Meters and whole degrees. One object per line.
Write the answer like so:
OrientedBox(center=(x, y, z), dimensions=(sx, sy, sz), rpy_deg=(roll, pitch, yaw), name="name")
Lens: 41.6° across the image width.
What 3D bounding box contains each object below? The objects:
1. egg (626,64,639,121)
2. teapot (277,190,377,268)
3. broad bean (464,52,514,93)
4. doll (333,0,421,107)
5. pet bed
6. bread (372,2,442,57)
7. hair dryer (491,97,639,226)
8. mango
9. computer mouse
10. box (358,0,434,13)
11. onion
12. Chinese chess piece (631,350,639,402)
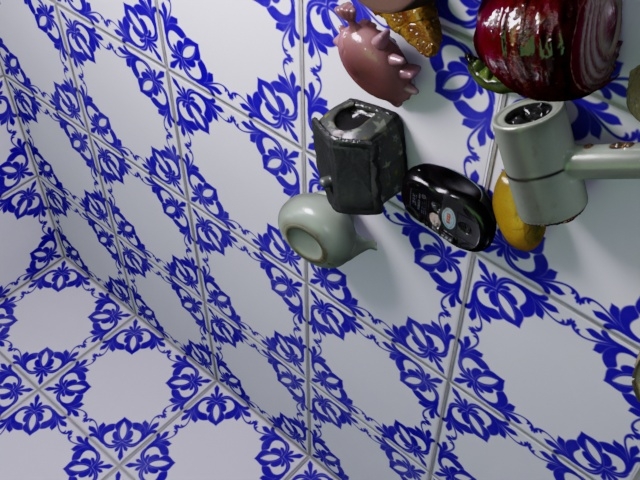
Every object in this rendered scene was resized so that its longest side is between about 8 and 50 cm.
OrientedBox(center=(0.516, -0.213, 1.235), dimensions=(0.140, 0.118, 0.116), rpy_deg=(29, 101, 46), name="egg")
OrientedBox(center=(-0.024, -0.028, 2.093), dimensions=(0.318, 0.149, 0.220), rpy_deg=(-3, 127, 53), name="teapot")
OrientedBox(center=(0.330, -0.279, 1.464), dimensions=(0.195, 0.046, 0.061), rpy_deg=(26, 144, 38), name="broad bean")
OrientedBox(center=(0.100, -0.350, 1.621), dimensions=(0.211, 0.093, 0.262), rpy_deg=(27, 160, 52), name="doll")
OrientedBox(center=(0.071, -0.175, 1.801), dimensions=(0.183, 0.159, 0.211), rpy_deg=(27, 143, 34), name="pet bed")
OrientedBox(center=(0.147, -0.431, 1.508), dimensions=(0.233, 0.076, 0.105), rpy_deg=(55, 144, -3), name="bread")
OrientedBox(center=(0.470, -0.133, 1.385), dimensions=(0.362, 0.128, 0.203), rpy_deg=(2, 124, 42), name="hair dryer")
OrientedBox(center=(0.377, -0.062, 1.607), dimensions=(0.098, 0.075, 0.190), rpy_deg=(3, 123, 32), name="mango")
OrientedBox(center=(0.270, -0.075, 1.715), dimensions=(0.233, 0.096, 0.137), rpy_deg=(38, 142, 28), name="computer mouse")
OrientedBox(center=(0.137, -0.510, 1.306), dimensions=(0.301, 0.216, 0.301), rpy_deg=(33, 144, 29), name="box")
OrientedBox(center=(0.329, -0.317, 1.277), dimensions=(0.206, 0.207, 0.216), rpy_deg=(17, 130, 39), name="onion")
OrientedBox(center=(0.697, 0.261, 1.500), dimensions=(0.270, 0.112, 0.270), rpy_deg=(32, 145, 26), name="Chinese chess piece")
